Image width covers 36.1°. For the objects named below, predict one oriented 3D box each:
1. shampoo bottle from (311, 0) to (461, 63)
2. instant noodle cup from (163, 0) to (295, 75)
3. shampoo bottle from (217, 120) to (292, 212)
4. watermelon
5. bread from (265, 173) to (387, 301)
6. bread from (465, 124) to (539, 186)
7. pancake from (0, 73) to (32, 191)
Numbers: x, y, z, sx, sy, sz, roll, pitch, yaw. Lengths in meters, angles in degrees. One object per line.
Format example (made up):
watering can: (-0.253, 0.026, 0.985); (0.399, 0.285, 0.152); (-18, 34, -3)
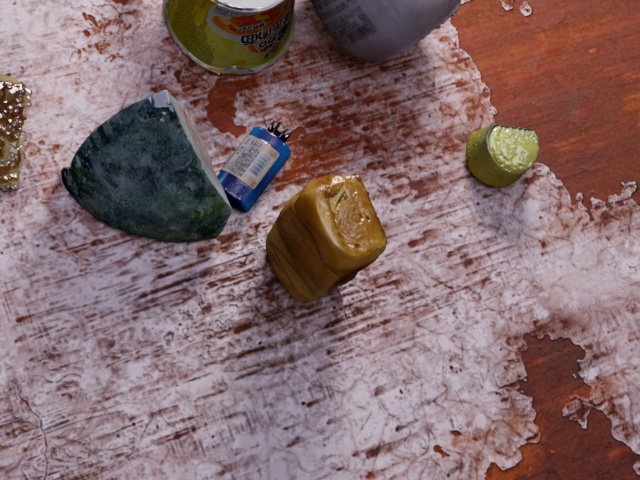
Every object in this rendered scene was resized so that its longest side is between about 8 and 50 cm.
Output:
shampoo bottle: (0.110, -0.494, 1.838); (0.273, 0.273, 0.266); (-41, 107, -20)
instant noodle cup: (-0.156, -0.468, 1.825); (0.264, 0.200, 0.264); (4, 72, -11)
shampoo bottle: (-0.120, -0.144, 1.813); (0.087, 0.050, 0.183); (34, 70, 2)
watermelon: (-0.291, -0.155, 1.709); (0.319, 0.290, 0.214); (16, 40, 6)
bread: (0.000, 0.000, 1.669); (0.132, 0.294, 0.167); (-31, 85, -24)
bread: (0.351, -0.165, 1.894); (0.129, 0.114, 0.111); (2, 80, -9)
pancake: (-0.611, -0.187, 1.702); (0.266, 0.057, 0.245); (-30, 101, -31)
